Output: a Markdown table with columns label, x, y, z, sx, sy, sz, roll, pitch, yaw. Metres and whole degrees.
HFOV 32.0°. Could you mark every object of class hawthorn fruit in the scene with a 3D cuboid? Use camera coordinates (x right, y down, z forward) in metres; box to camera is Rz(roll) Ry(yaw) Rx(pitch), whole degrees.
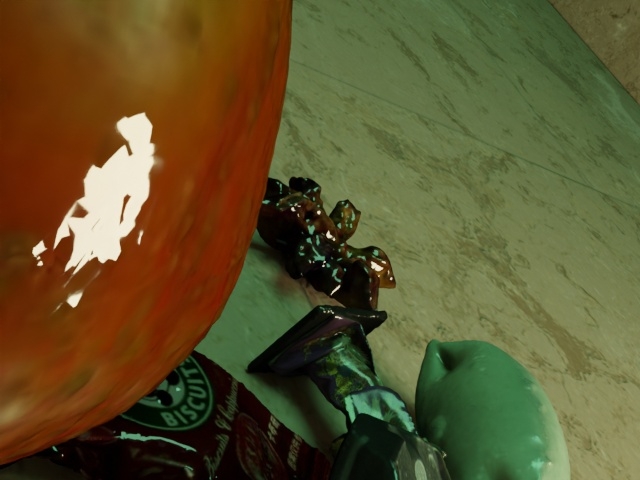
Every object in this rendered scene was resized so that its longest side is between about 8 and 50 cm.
| label | x | y | z | sx | sy | sz | roll | pitch | yaw |
| --- | --- | --- | --- | --- | --- | --- | --- | --- | --- |
| hawthorn fruit | -0.184 | -0.117 | 0.477 | 0.403 | 0.403 | 0.403 | 32 | 26 | -18 |

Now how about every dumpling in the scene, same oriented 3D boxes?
| label | x | y | z | sx | sy | sz | roll | pitch | yaw |
| --- | --- | --- | --- | --- | --- | --- | --- | --- | --- |
| dumpling | 0.124 | 0.171 | 0.826 | 0.105 | 0.149 | 0.217 | -6 | 42 | -13 |

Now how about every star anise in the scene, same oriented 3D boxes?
| label | x | y | z | sx | sy | sz | roll | pitch | yaw |
| --- | --- | --- | --- | --- | --- | --- | --- | --- | --- |
| star anise | 0.000 | 0.000 | 0.956 | 0.168 | 0.057 | 0.168 | 42 | 19 | -18 |

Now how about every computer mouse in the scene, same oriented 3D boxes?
| label | x | y | z | sx | sy | sz | roll | pitch | yaw |
| --- | --- | --- | --- | --- | --- | --- | --- | --- | --- |
| computer mouse | 0.046 | 0.212 | 0.633 | 0.126 | 0.071 | 0.231 | 10 | 65 | -70 |

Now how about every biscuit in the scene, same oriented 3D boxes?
| label | x | y | z | sx | sy | sz | roll | pitch | yaw |
| --- | --- | --- | --- | --- | --- | --- | --- | --- | --- |
| biscuit | -0.083 | 0.117 | 0.638 | 0.235 | 0.063 | 0.151 | 33 | 22 | -13 |

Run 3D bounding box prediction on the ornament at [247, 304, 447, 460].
| label | x | y | z | sx | sy | sz | roll | pitch | yaw |
| --- | --- | --- | --- | --- | --- | --- | --- | --- | --- |
| ornament | 0.042 | 0.139 | 0.757 | 0.088 | 0.081 | 0.203 | 10 | 39 | -47 |
